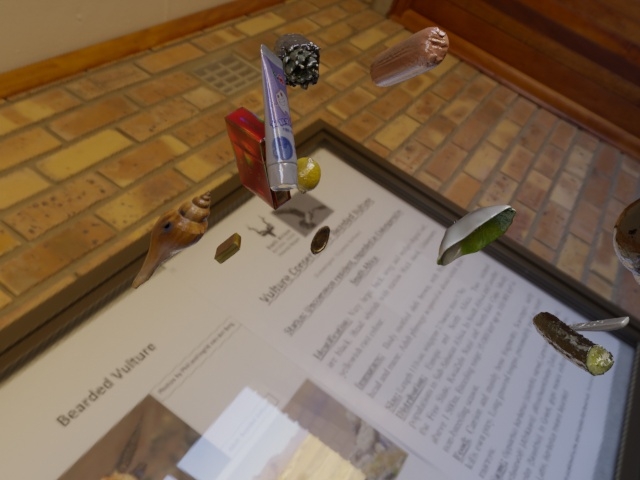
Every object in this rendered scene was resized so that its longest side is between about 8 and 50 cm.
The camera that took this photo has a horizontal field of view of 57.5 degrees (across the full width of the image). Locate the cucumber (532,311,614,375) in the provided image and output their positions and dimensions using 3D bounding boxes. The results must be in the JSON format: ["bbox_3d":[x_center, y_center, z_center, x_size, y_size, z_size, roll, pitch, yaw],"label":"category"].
[{"bbox_3d":[0.618,0.250,1.489,0.303,0.081,0.072,-127,34,-74],"label":"cucumber"}]

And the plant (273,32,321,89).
[{"bbox_3d":[-0.067,-0.525,1.729,0.129,0.194,0.132,-8,-47,-11],"label":"plant"}]

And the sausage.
[{"bbox_3d":[0.194,-0.408,1.319,0.086,0.086,0.289,-54,19,-10],"label":"sausage"}]

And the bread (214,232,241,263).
[{"bbox_3d":[-0.296,0.025,1.882,0.090,0.035,0.094,-38,21,11],"label":"bread"}]

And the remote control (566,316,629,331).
[{"bbox_3d":[0.725,0.231,1.556,0.050,0.027,0.184,-17,-2,-41],"label":"remote control"}]

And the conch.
[{"bbox_3d":[-0.363,-0.002,1.381,0.330,0.109,0.093,-44,-11,15],"label":"conch"}]

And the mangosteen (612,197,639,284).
[{"bbox_3d":[1.018,0.007,1.680,0.330,0.330,0.330,-53,-11,-15],"label":"mangosteen"}]

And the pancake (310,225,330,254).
[{"bbox_3d":[-0.001,-0.001,1.962,0.115,0.011,0.115,-40,-34,-35],"label":"pancake"}]

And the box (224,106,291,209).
[{"bbox_3d":[-0.210,-0.276,1.991,0.089,0.197,0.313,-36,-35,-22],"label":"box"}]

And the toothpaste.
[{"bbox_3d":[-0.114,-0.316,1.520,0.125,0.080,0.371,17,-116,-66],"label":"toothpaste"}]

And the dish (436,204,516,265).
[{"bbox_3d":[0.220,-0.015,0.863,0.137,0.039,0.091,-30,-28,-5],"label":"dish"}]

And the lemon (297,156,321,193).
[{"bbox_3d":[-0.052,-0.228,2.037,0.109,0.109,0.133,-17,-59,-73],"label":"lemon"}]
